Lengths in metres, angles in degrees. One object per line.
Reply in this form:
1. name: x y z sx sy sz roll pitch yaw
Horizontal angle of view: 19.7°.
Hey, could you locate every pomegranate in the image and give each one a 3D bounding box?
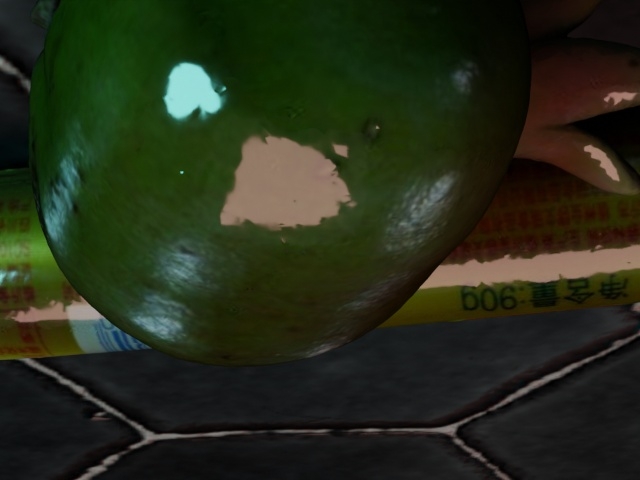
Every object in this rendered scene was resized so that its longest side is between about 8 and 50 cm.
1. pomegranate: 0.011 -0.045 0.527 0.191 0.131 0.152 -15 156 -31

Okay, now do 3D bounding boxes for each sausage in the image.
1. sausage: 0.000 0.000 0.652 0.372 0.082 0.082 -6 153 6
